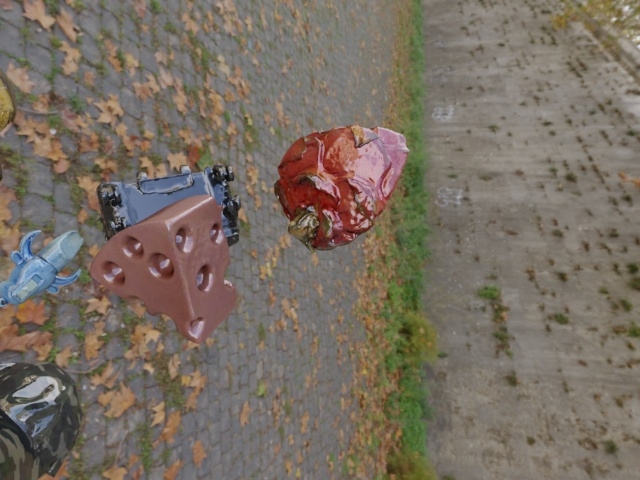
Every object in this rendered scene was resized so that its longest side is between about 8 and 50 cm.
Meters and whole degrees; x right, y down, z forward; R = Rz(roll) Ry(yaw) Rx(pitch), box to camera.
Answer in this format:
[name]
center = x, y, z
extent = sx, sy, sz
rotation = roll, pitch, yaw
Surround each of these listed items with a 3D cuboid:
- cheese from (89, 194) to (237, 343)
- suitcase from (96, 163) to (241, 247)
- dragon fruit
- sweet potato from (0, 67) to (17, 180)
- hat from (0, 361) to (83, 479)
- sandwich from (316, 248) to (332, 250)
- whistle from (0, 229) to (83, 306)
[cheese]
center = -0.244, 0.033, 0.662
extent = 0.128, 0.177, 0.203
rotation = -53, 144, -56
[suitcase]
center = -0.344, -0.033, 0.976
extent = 0.434, 0.283, 0.194
rotation = -12, -88, 64
[dragon fruit]
center = 0.001, -0.099, 0.832
extent = 0.152, 0.317, 0.205
rotation = 29, 53, -36
[sweet potato]
center = -0.373, -0.112, 0.440
extent = 0.112, 0.286, 0.085
rotation = 54, 49, -10
[hat]
center = -0.752, 0.456, 1.111
extent = 0.257, 0.382, 0.366
rotation = -43, 103, -35
[sandwich]
center = 0.004, 0.003, 1.249
extent = 0.101, 0.026, 0.069
rotation = 1, 41, -37
[whistle]
center = -0.769, 0.075, 1.180
extent = 0.269, 0.093, 0.180
rotation = -57, 136, -36
